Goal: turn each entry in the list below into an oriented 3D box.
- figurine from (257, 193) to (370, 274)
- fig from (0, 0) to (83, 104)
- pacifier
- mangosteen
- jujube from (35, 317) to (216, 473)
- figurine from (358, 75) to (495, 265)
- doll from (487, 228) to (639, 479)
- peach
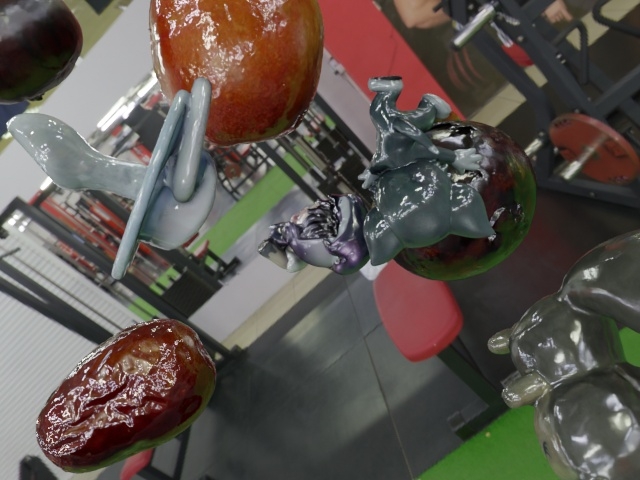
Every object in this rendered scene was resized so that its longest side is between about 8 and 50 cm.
[{"bbox_3d":[0.000,0.000,0.859,0.222,0.145,0.145,-21,32,43],"label":"figurine"},{"bbox_3d":[-0.533,-0.337,0.822,0.235,0.214,0.235,-1,27,0],"label":"fig"},{"bbox_3d":[-0.218,-0.083,0.514,0.279,0.208,0.227,-176,102,-71],"label":"pacifier"},{"bbox_3d":[0.307,-0.109,1.140,0.381,0.381,0.421,-39,28,20],"label":"mangosteen"},{"bbox_3d":[-0.356,0.291,0.901,0.318,0.223,0.223,-33,19,-10],"label":"jujube"},{"bbox_3d":[0.144,-0.107,0.694,0.193,0.265,0.140,-9,35,6],"label":"figurine"},{"bbox_3d":[0.429,0.213,0.688,0.253,0.378,0.382,-15,52,-13],"label":"doll"},{"bbox_3d":[-0.151,-0.355,0.866,0.290,0.371,0.373,-18,10,-24],"label":"peach"}]
